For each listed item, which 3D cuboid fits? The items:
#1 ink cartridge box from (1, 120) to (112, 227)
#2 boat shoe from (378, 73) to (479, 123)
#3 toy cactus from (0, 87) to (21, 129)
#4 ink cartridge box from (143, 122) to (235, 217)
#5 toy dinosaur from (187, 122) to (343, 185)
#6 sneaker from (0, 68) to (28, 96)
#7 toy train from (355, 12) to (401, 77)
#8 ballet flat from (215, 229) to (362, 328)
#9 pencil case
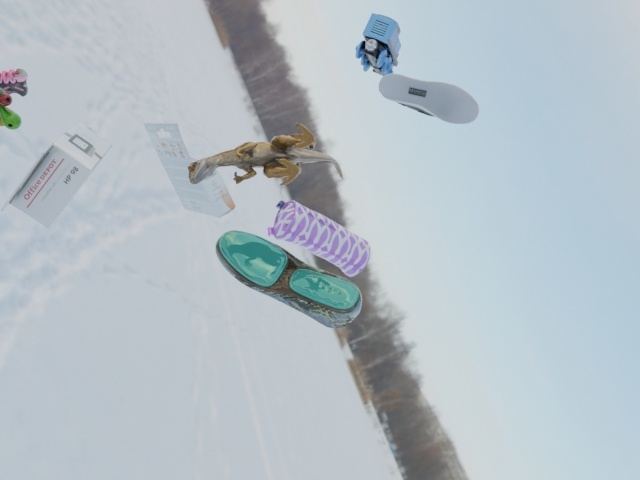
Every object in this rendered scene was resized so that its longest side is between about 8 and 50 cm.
[{"bbox_3d":[-0.349,-0.086,0.929,0.060,0.104,0.180,37,14,-17],"label":"ink cartridge box"},{"bbox_3d":[0.239,-0.308,1.515,0.076,0.228,0.080,-13,119,-70],"label":"boat shoe"},{"bbox_3d":[-0.597,-0.258,1.150,0.112,0.219,0.181,68,37,-73],"label":"toy cactus"},{"bbox_3d":[-0.233,-0.132,1.225,0.145,0.045,0.179,13,-51,53],"label":"ink cartridge box"},{"bbox_3d":[-0.039,-0.094,0.765,0.112,0.211,0.064,11,-77,62],"label":"toy dinosaur"},{"bbox_3d":[-0.617,-0.294,1.320,0.047,0.119,0.057,-97,-171,-46],"label":"sneaker"},{"bbox_3d":[0.138,-0.435,1.566,0.080,0.105,0.184,27,3,14],"label":"toy train"},{"bbox_3d":[-0.041,0.051,0.813,0.188,0.070,0.070,27,-15,17],"label":"ballet flat"},{"bbox_3d":[0.000,0.000,1.347,0.206,0.088,0.086,28,30,-26],"label":"pencil case"}]
